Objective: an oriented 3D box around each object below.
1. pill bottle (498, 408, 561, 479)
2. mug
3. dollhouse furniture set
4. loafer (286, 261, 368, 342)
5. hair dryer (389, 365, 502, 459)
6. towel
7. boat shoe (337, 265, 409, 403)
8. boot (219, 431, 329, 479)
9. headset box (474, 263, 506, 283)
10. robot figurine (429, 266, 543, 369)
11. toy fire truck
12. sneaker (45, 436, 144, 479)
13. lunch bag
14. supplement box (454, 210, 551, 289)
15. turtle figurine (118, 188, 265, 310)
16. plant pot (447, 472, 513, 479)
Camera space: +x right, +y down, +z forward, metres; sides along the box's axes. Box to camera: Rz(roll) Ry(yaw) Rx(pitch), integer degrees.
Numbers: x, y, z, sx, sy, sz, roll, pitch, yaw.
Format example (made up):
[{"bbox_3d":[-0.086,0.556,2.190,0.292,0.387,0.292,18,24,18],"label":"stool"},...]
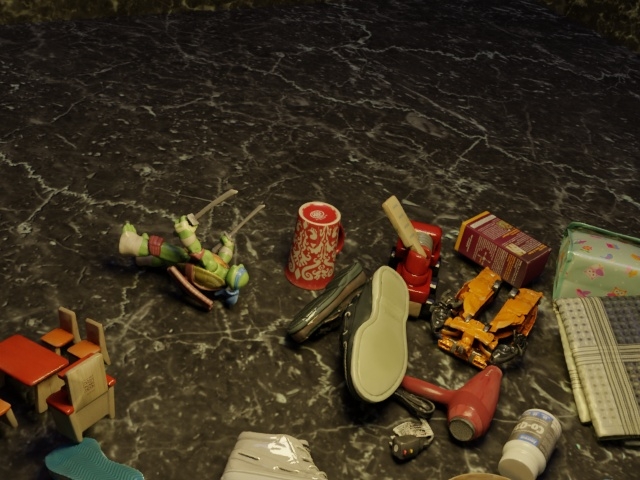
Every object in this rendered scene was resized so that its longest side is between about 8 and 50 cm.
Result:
[{"bbox_3d":[0.370,0.368,1.383,0.078,0.078,0.137,26,38,21],"label":"pill bottle"},{"bbox_3d":[-0.010,-0.001,1.725,0.113,0.169,0.150,14,36,6],"label":"mug"},{"bbox_3d":[-0.463,0.217,1.303,0.259,0.135,0.262,17,33,31],"label":"dollhouse furniture set"},{"bbox_3d":[0.032,0.139,1.615,0.084,0.096,0.267,54,42,-7],"label":"loafer"},{"bbox_3d":[0.224,0.285,1.463,0.294,0.080,0.223,-6,38,-22],"label":"hair dryer"},{"bbox_3d":[0.648,0.250,1.555,0.312,0.056,0.324,-2,52,-4],"label":"towel"},{"bbox_3d":[0.089,0.192,1.507,0.127,0.113,0.340,37,37,-21],"label":"boat shoe"},{"bbox_3d":[-0.026,0.376,1.261,0.258,0.095,0.123,12,42,5],"label":"boot"},{"bbox_3d":[0.409,0.073,1.841,0.083,0.032,0.062,-3,37,-20],"label":"headset box"},{"bbox_3d":[0.353,0.168,1.652,0.211,0.085,0.291,27,38,23],"label":"robot figurine"},{"bbox_3d":[0.196,0.011,1.691,0.159,0.246,0.217,14,36,5],"label":"toy fire truck"},{"bbox_3d":[-0.346,0.378,1.200,0.229,0.092,0.087,16,33,43],"label":"sneaker"},{"bbox_3d":[0.667,0.059,1.820,0.223,0.160,0.262,15,25,13],"label":"lunch bag"},{"bbox_3d":[0.423,0.020,1.818,0.104,0.080,0.188,-24,47,-40],"label":"supplement box"},{"bbox_3d":[-0.264,-0.009,1.636,0.266,0.274,0.198,8,19,12],"label":"turtle figurine"},{"bbox_3d":[0.280,0.479,1.249,0.236,0.032,0.236,7,35,-5],"label":"plant pot"}]
